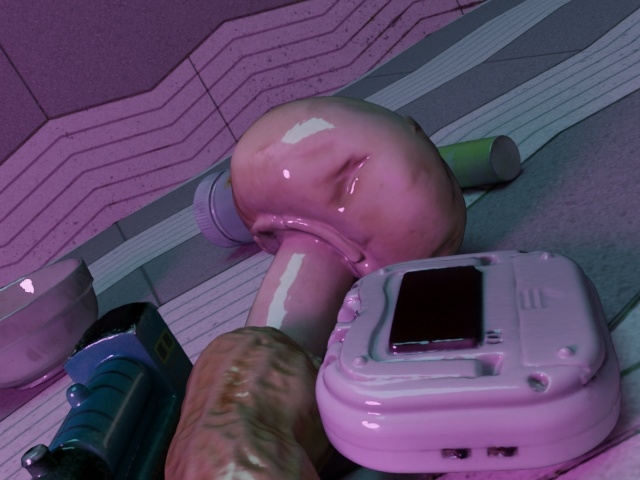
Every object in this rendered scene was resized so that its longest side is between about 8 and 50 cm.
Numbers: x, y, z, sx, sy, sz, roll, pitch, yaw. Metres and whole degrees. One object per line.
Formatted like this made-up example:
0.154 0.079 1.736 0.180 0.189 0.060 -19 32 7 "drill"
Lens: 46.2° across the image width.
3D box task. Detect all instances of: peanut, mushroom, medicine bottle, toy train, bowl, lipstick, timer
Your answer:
-0.054 0.183 0.652 0.153 0.140 0.325 -9 20 -3 "peanut"
0.000 0.000 0.912 0.314 0.314 0.336 -7 49 50 "mushroom"
-0.081 -0.084 1.396 0.318 0.158 0.158 -11 25 43 "medicine bottle"
-0.186 0.202 0.708 0.120 0.194 0.298 -24 19 11 "toy train"
-0.547 0.168 1.409 0.307 0.163 0.307 -26 17 9 "bowl"
0.179 -0.113 1.214 0.076 0.076 0.304 -40 20 -31 "lipstick"
0.122 0.088 0.643 0.237 0.087 0.262 -5 23 14 "timer"
